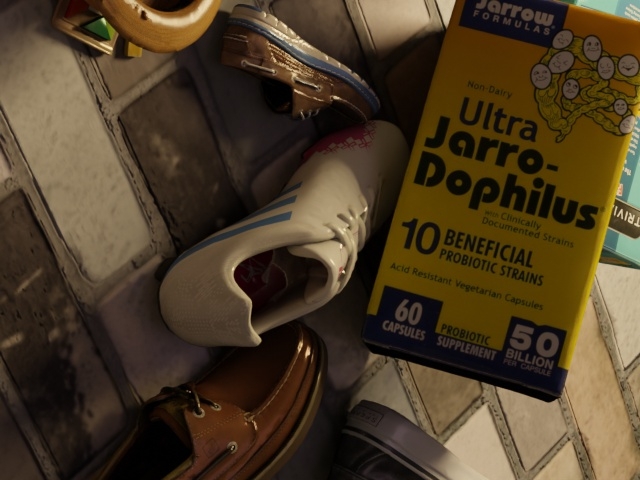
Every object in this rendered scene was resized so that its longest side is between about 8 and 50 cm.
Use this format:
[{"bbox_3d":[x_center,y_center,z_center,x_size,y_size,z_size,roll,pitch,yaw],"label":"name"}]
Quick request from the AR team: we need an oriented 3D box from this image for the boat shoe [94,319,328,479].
[{"bbox_3d":[-0.105,0.177,1.545,0.307,0.110,0.104,-54,130,-23],"label":"boat shoe"}]

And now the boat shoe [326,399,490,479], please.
[{"bbox_3d":[0.123,0.288,1.799,0.335,0.121,0.119,38,78,-30],"label":"boat shoe"}]

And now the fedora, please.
[{"bbox_3d":[-0.159,-0.247,1.430,0.194,0.079,0.194,8,79,-50],"label":"fedora"}]

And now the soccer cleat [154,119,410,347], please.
[{"bbox_3d":[0.000,0.000,1.593,0.331,0.143,0.116,-39,122,-33],"label":"soccer cleat"}]

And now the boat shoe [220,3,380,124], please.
[{"bbox_3d":[-0.024,-0.146,1.607,0.183,0.066,0.066,31,80,-32],"label":"boat shoe"}]

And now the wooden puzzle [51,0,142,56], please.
[{"bbox_3d":[-0.188,-0.200,1.467,0.116,0.014,0.079,15,86,-44],"label":"wooden puzzle"}]

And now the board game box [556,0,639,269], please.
[{"bbox_3d":[0.303,-0.163,1.903,0.253,0.079,0.336,22,82,-44],"label":"board game box"}]

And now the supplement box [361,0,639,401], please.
[{"bbox_3d":[0.181,-0.042,1.677,0.195,0.194,0.357,59,46,-82],"label":"supplement box"}]
